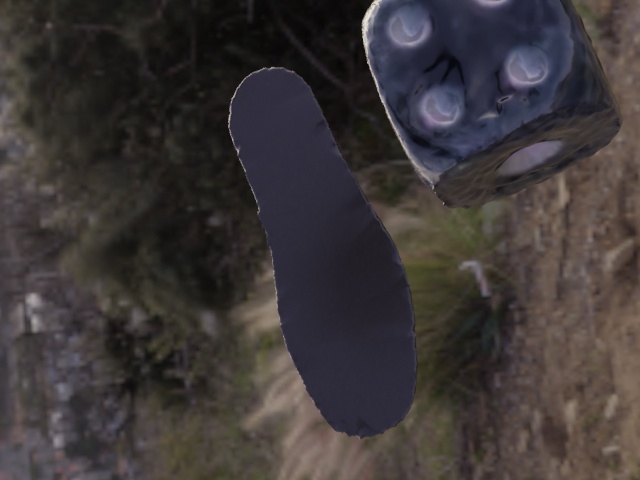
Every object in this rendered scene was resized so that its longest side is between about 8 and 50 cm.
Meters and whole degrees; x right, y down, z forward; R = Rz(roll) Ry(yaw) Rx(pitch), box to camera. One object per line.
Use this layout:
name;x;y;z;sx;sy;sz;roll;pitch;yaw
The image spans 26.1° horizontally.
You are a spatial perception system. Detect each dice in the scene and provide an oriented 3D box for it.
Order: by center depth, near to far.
dice;0.151;-0.146;1.218;0.183;0.182;0.181;70;-167;18

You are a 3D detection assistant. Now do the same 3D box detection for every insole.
insole;0.000;0.000;1.095;0.111;0.007;0.327;-26;67;14
